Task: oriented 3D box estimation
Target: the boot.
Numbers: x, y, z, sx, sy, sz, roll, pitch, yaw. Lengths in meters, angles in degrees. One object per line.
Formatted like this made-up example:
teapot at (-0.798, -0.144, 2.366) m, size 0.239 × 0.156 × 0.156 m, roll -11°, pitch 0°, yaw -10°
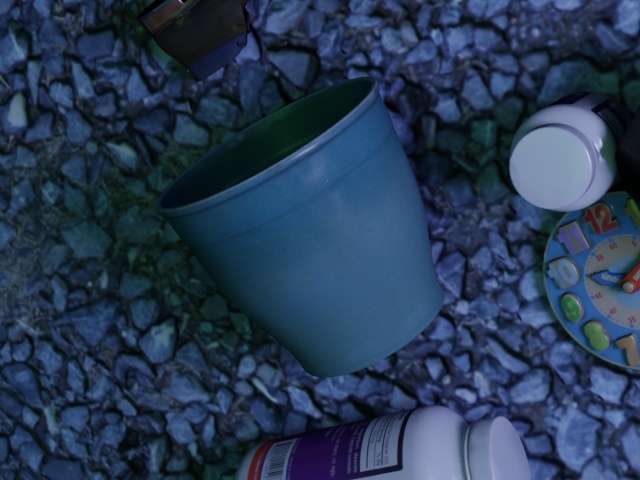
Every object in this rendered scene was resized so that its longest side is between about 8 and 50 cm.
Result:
boot at (-0.096, -0.273, 1.437) m, size 0.219 × 0.082 × 0.106 m, roll -26°, pitch 113°, yaw 22°

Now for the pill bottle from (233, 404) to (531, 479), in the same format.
pill bottle at (0.071, 0.295, 1.429) m, size 0.323 × 0.181 × 0.181 m, roll -16°, pitch 96°, yaw 25°

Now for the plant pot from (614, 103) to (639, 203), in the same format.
plant pot at (0.387, -0.085, 1.185) m, size 0.167 × 0.187 × 0.188 m, roll 26°, pitch 85°, yaw 23°

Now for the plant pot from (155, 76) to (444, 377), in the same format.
plant pot at (0.000, 0.000, 1.356) m, size 0.271 × 0.272 × 0.255 m, roll -22°, pitch 107°, yaw 25°

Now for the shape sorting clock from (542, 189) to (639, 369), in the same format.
shape sorting clock at (0.333, 0.045, 1.321) m, size 0.206 × 0.040 × 0.206 m, roll 12°, pitch 113°, yaw 31°

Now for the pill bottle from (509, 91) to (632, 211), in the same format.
pill bottle at (0.253, -0.088, 1.254) m, size 0.108 × 0.193 × 0.108 m, roll 5°, pitch 104°, yaw 22°
